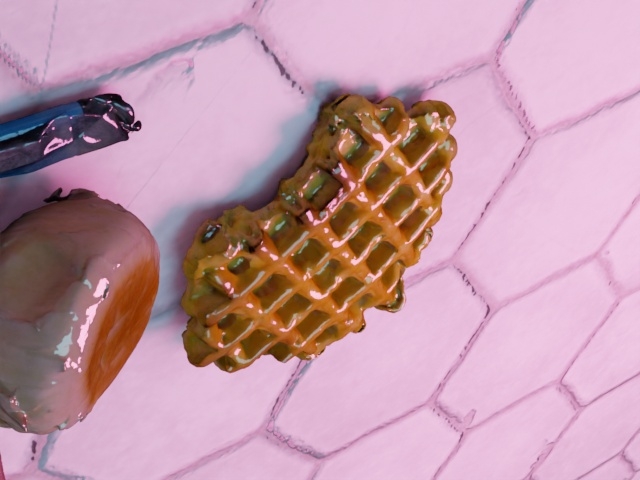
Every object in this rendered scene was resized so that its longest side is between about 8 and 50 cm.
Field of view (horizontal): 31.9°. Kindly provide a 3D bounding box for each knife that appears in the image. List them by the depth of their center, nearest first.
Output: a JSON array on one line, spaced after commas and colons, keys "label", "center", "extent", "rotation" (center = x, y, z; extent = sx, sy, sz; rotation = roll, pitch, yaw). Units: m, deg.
[{"label": "knife", "center": [-0.237, -0.035, 0.653], "extent": [0.297, 0.026, 0.044], "rotation": [-22, 154, -26]}]

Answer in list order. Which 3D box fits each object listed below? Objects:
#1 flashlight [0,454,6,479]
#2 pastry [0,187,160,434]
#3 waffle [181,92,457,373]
[{"label": "flashlight", "center": [-0.260, 0.196, 0.888], "extent": [0.052, 0.031, 0.110], "rotation": [-21, 142, -25]}, {"label": "pastry", "center": [-0.167, 0.049, 0.722], "extent": [0.166, 0.088, 0.165], "rotation": [21, 90, -81]}, {"label": "waffle", "center": [0.001, 0.001, 0.905], "extent": [0.291, 0.051, 0.291], "rotation": [-28, 146, -22]}]
